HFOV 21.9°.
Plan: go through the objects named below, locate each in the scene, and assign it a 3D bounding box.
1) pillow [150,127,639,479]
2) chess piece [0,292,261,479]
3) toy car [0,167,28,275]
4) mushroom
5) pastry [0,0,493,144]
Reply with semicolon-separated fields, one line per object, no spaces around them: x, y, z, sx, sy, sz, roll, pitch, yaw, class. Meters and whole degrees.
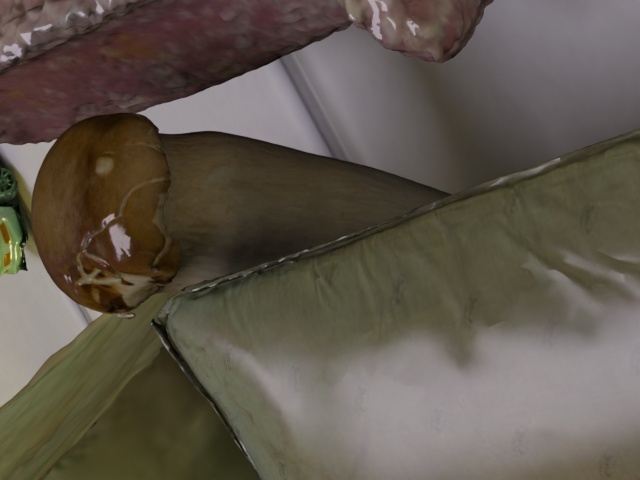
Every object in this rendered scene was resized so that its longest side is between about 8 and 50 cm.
0.104;0.054;0.504;0.302;0.075;0.185;-21;106;33;pillow
0.017;0.236;0.712;0.442;0.234;0.234;46;154;-10;chess piece
-0.259;-0.048;1.101;0.186;0.058;0.093;48;153;17;toy car
0.000;0.000;0.613;0.084;0.209;0.071;144;131;-60;mushroom
-0.054;-0.100;0.605;0.265;0.103;0.112;-5;82;35;pastry
